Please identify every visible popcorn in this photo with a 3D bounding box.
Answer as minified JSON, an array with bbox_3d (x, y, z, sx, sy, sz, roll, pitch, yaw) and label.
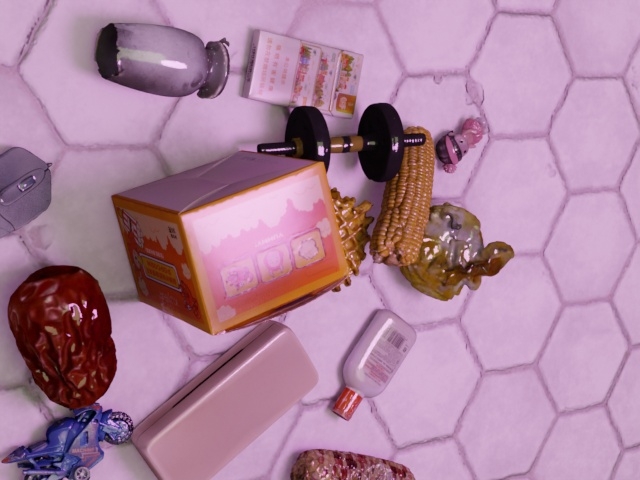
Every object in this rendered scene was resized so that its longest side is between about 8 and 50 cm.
[{"bbox_3d":[0.256,0.021,2.007,0.198,0.212,0.198,-47,146,-46],"label":"popcorn"}]

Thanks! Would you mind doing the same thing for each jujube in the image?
[{"bbox_3d":[-0.396,0.150,1.643,0.155,0.155,0.230,-29,119,-25],"label":"jujube"}]

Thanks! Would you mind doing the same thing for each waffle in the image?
[{"bbox_3d":[0.000,0.000,1.913,0.197,0.070,0.193,-3,100,-29],"label":"waffle"}]

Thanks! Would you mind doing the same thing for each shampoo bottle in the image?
[{"bbox_3d":[0.096,0.244,2.022,0.108,0.051,0.221,41,76,-31],"label":"shampoo bottle"}]

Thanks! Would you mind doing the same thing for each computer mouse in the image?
[{"bbox_3d":[-0.496,-0.058,1.589,0.229,0.068,0.113,-35,116,-23],"label":"computer mouse"}]

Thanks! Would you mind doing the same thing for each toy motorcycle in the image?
[{"bbox_3d":[-0.407,0.331,1.713,0.205,0.076,0.114,-37,106,-20],"label":"toy motorcycle"}]

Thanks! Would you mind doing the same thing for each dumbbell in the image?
[{"bbox_3d":[0.041,-0.169,1.853,0.325,0.143,0.143,-5,101,-24],"label":"dumbbell"}]

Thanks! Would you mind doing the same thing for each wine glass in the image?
[{"bbox_3d":[-0.250,-0.287,1.680,0.204,0.111,0.111,3,96,-36],"label":"wine glass"}]

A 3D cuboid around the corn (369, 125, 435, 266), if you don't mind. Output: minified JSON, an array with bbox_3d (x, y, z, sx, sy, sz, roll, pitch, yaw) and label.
[{"bbox_3d":[0.157,-0.084,1.944,0.101,0.101,0.292,31,58,-32],"label":"corn"}]

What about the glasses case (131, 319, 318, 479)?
[{"bbox_3d":[-0.164,0.293,1.853,0.336,0.076,0.144,-38,117,-21],"label":"glasses case"}]

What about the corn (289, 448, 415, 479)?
[{"bbox_3d":[0.073,0.459,2.019,0.289,0.098,0.098,17,89,-34],"label":"corn"}]

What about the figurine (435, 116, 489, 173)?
[{"bbox_3d":[0.277,-0.191,2.066,0.129,0.054,0.072,-41,132,-28],"label":"figurine"}]

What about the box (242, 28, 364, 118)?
[{"bbox_3d":[-0.028,-0.291,1.864,0.220,0.032,0.122,7,96,-33],"label":"box"}]

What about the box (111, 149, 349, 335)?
[{"bbox_3d":[-0.148,-0.003,1.689,0.259,0.283,0.214,-23,109,-27],"label":"box"}]
